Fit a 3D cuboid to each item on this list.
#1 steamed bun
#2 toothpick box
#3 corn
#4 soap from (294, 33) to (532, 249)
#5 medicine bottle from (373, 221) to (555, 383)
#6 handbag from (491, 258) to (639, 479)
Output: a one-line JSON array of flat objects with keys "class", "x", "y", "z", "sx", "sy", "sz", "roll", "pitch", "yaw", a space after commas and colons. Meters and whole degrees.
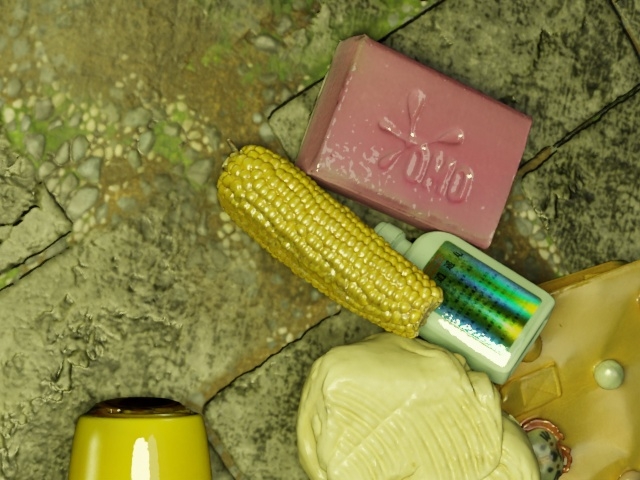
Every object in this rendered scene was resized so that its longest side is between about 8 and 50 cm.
[{"class": "steamed bun", "x": 0.101, "y": 0.250, "z": 1.726, "sx": 0.289, "sy": 0.203, "sz": 0.276, "roll": 19, "pitch": 93, "yaw": -7}, {"class": "toothpick box", "x": -0.198, "y": 0.311, "z": 1.619, "sx": 0.175, "sy": 0.175, "sz": 0.271, "roll": 1, "pitch": 88, "yaw": -22}, {"class": "corn", "x": 0.000, "y": 0.000, "z": 1.690, "sx": 0.310, "sy": 0.101, "sz": 0.101, "roll": 39, "pitch": 76, "yaw": 7}, {"class": "soap", "x": 0.115, "y": -0.114, "z": 1.782, "sx": 0.259, "sy": 0.081, "sz": 0.181, "roll": 24, "pitch": 82, "yaw": -20}, {"class": "medicine bottle", "x": 0.152, "y": 0.062, "z": 1.750, "sx": 0.229, "sy": 0.083, "sz": 0.121, "roll": 33, "pitch": 68, "yaw": 12}, {"class": "handbag", "x": 0.352, "y": 0.241, "z": 1.866, "sx": 0.283, "sy": 0.133, "sz": 0.401, "roll": -17, "pitch": 97, "yaw": -15}]
